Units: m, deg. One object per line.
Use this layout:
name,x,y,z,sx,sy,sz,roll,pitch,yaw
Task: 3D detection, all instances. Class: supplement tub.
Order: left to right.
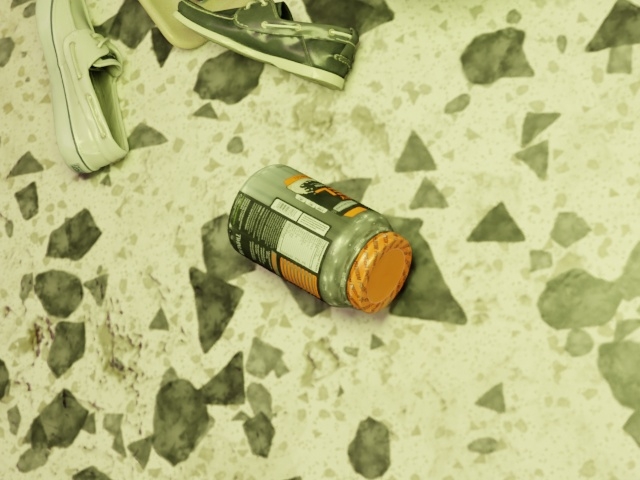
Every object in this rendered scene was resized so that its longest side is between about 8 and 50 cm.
supplement tub,0.000,0.000,1.596,0.190,0.117,0.117,28,90,30

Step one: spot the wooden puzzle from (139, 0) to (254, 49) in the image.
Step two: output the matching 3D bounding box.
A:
wooden puzzle,-0.135,-0.459,1.759,0.348,0.080,0.322,-37,83,13

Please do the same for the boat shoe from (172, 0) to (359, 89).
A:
boat shoe,-0.066,-0.249,1.711,0.233,0.084,0.079,21,95,18

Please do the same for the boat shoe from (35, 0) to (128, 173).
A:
boat shoe,-0.296,-0.220,1.829,0.088,0.096,0.267,-16,70,19
